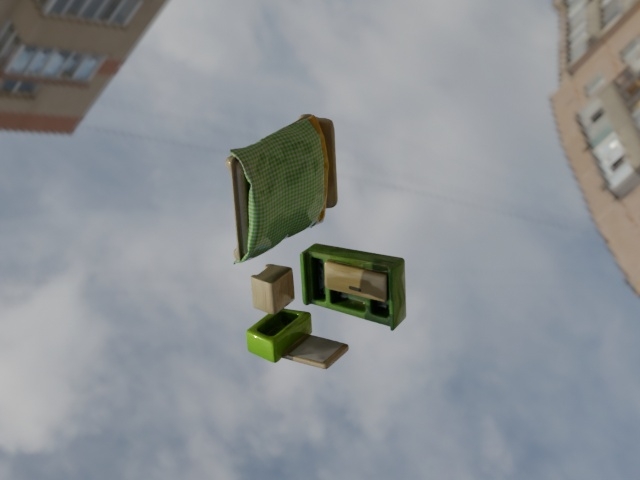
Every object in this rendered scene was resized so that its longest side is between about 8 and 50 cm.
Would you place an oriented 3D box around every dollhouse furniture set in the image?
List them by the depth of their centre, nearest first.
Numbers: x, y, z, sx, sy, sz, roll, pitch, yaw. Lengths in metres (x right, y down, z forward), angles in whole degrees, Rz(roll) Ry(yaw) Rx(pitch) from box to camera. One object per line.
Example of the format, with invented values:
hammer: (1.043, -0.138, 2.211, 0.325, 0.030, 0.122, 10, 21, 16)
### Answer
dollhouse furniture set: (0.000, 0.000, 1.706, 0.151, 0.302, 0.197, 13, -150, 30)
